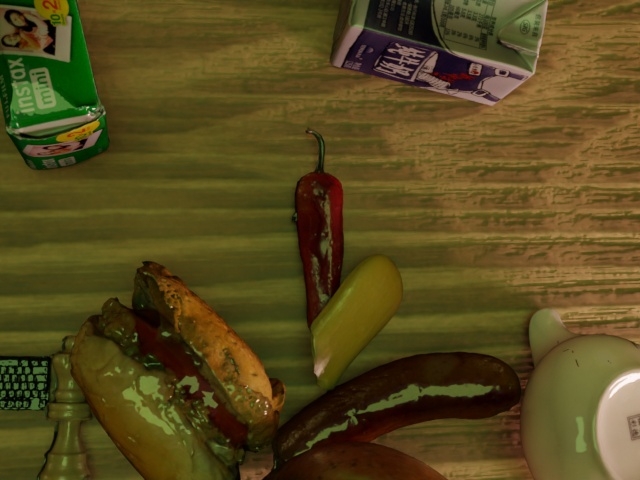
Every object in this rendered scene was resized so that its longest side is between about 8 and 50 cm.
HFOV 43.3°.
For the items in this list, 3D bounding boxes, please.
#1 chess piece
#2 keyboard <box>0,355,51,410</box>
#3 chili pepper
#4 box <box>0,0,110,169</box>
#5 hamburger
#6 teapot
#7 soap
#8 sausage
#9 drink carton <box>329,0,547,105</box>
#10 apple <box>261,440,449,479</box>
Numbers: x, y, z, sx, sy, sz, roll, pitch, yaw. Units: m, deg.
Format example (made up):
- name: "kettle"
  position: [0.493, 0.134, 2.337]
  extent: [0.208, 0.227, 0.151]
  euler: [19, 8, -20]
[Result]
- name: "chess piece"
  position: [-0.275, 0.190, 0.880]
  extent: [0.060, 0.060, 0.172]
  euler: [2, 81, -8]
- name: "keyboard"
  position: [-0.397, 0.157, 0.884]
  extent: [0.195, 0.018, 0.060]
  euler: [1, 81, -9]
- name: "chili pepper"
  position: [0.000, 0.000, 0.941]
  extent: [0.059, 0.050, 0.268]
  euler: [3, 84, -24]
- name: "box"
  position: [-0.300, -0.210, 0.856]
  extent: [0.102, 0.180, 0.250]
  euler: [-13, 85, -13]
- name: "hamburger"
  position: [-0.147, 0.147, 0.817]
  extent: [0.163, 0.244, 0.244]
  euler: [-43, 91, -7]
- name: "teapot"
  position: [0.316, 0.232, 0.917]
  extent: [0.208, 0.165, 0.300]
  euler: [-4, 92, -35]
- name: "soap"
  position: [0.036, 0.089, 0.923]
  extent: [0.168, 0.033, 0.089]
  euler: [-46, 120, -22]
- name: "sausage"
  position: [0.078, 0.193, 0.912]
  extent: [0.302, 0.076, 0.103]
  euler: [-22, 73, -5]
- name: "drink carton"
  position: [0.135, -0.245, 0.943]
  extent: [0.222, 0.134, 0.102]
  euler: [12, 80, -7]
- name: "apple"
  position: [0.048, 0.366, 0.736]
  extent: [0.305, 0.338, 0.338]
  euler: [41, 80, -13]
